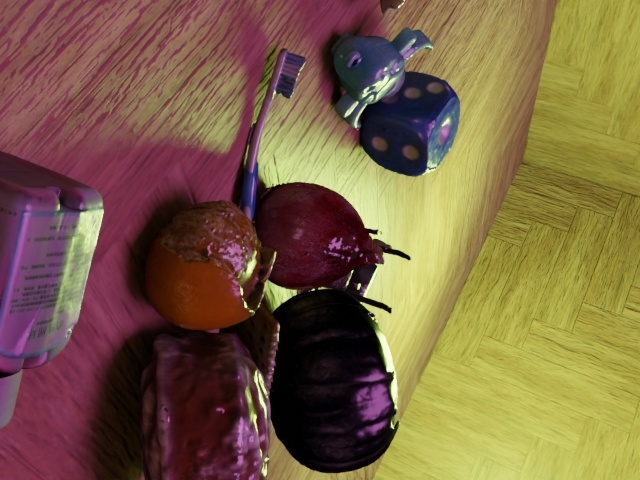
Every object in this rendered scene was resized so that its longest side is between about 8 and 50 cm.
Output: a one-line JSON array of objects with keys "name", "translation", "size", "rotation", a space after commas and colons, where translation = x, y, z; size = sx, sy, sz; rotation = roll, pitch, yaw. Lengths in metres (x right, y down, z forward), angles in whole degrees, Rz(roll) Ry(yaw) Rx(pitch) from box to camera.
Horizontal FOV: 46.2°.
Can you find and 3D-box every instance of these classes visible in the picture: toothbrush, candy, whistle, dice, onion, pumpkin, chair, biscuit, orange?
[{"name": "toothbrush", "translation": [-0.098, -0.060, 0.980], "size": [0.040, 0.040, 0.386], "rotation": [-18, 130, -67]}, {"name": "candy", "translation": [-0.140, 0.244, 0.917], "size": [0.214, 0.157, 0.290], "rotation": [-102, -167, -60]}, {"name": "whistle", "translation": [0.083, -0.265, 1.171], "size": [0.186, 0.093, 0.274], "rotation": [-46, 170, 16]}, {"name": "dice", "translation": [0.163, -0.211, 1.360], "size": [0.146, 0.146, 0.143], "rotation": [-55, 155, -34]}, {"name": "onion", "translation": [0.000, 0.000, 1.055], "size": [0.159, 0.194, 0.160], "rotation": [12, 90, -75]}, {"name": "pumpkin", "translation": [-0.018, 0.221, 1.210], "size": [0.296, 0.295, 0.296], "rotation": [-54, 157, -37]}, {"name": "chair", "translation": [0.038, 0.041, 1.380], "size": [0.213, 0.149, 0.174], "rotation": [14, 103, -29]}, {"name": "biscuit", "translation": [-0.100, 0.157, 0.989], "size": [0.016, 0.139, 0.232], "rotation": [-14, 133, -31]}, {"name": "orange", "translation": [-0.123, 0.030, 0.845], "size": [0.157, 0.134, 0.156], "rotation": [-62, 173, -14]}]

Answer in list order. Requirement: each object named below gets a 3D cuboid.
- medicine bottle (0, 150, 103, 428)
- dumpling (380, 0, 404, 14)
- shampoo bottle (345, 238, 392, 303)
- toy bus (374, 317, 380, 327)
[{"name": "medicine bottle", "translation": [-0.240, 0.038, 0.534], "size": [0.094, 0.119, 0.188], "rotation": [-11, 120, -68]}, {"name": "dumpling", "translation": [0.114, -0.422, 1.084], "size": [0.181, 0.111, 0.155], "rotation": [-53, -173, -24]}, {"name": "shampoo bottle", "translation": [0.085, 0.085, 1.585], "size": [0.208, 0.063, 0.057], "rotation": [-61, 171, -25]}, {"name": "toy bus", "translation": [0.068, 0.281, 1.733], "size": [0.226, 0.074, 0.081], "rotation": [-65, 160, -11]}]
